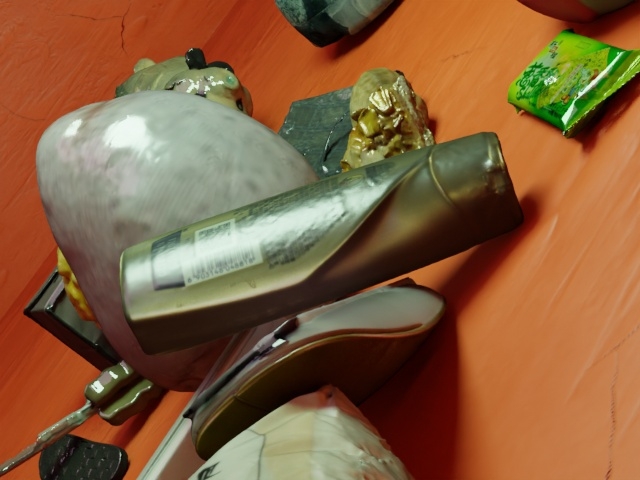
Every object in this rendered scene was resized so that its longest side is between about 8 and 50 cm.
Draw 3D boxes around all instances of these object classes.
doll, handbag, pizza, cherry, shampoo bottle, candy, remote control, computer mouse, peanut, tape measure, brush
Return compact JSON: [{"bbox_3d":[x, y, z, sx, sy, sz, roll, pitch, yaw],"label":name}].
[{"bbox_3d":[-0.220,-0.203,1.902,0.247,0.247,0.349,-48,30,10],"label":"doll"},{"bbox_3d":[0.003,-0.106,1.437,0.175,0.089,0.270,-13,42,51],"label":"handbag"},{"bbox_3d":[0.068,-0.093,1.174,0.182,0.062,0.161,26,110,55],"label":"pizza"},{"bbox_3d":[-0.131,0.000,1.192,0.291,0.335,0.326,-39,39,-13],"label":"cherry"},{"bbox_3d":[0.000,0.000,0.981,0.350,0.084,0.125,-20,40,5],"label":"shampoo bottle"},{"bbox_3d":[0.230,-0.146,1.021,0.102,0.032,0.178,-50,18,7],"label":"candy"},{"bbox_3d":[-0.091,0.199,1.029,0.277,0.103,0.055,-56,16,-12],"label":"remote control"},{"bbox_3d":[0.010,0.100,0.887,0.158,0.072,0.310,-43,-12,19],"label":"computer mouse"},{"bbox_3d":[0.078,-0.145,1.311,0.089,0.089,0.193,-48,18,13],"label":"peanut"},{"bbox_3d":[0.055,-0.441,1.830,0.256,0.147,0.275,-20,32,55],"label":"tape measure"},{"bbox_3d":[-0.307,0.228,1.447,0.301,0.071,0.084,-35,7,-18],"label":"brush"}]

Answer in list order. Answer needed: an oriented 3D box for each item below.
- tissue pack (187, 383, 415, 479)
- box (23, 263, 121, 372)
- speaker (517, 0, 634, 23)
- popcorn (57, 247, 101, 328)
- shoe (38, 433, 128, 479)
[{"bbox_3d":[-0.068,0.286,0.651,0.375,0.195,0.390,-48,13,9],"label":"tissue pack"},{"bbox_3d":[-0.279,0.057,1.633,0.252,0.188,0.153,-54,16,-14],"label":"box"},{"bbox_3d":[0.280,-0.359,1.078,0.294,0.294,0.294,-45,19,20],"label":"speaker"},{"bbox_3d":[-0.212,0.017,1.469,0.250,0.190,0.250,-8,53,10],"label":"popcorn"},{"bbox_3d":[-0.299,0.294,1.453,0.179,0.049,0.071,-4,60,43],"label":"shoe"}]
